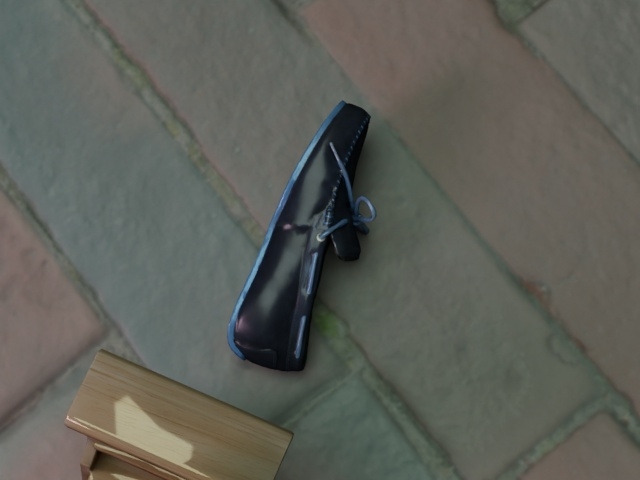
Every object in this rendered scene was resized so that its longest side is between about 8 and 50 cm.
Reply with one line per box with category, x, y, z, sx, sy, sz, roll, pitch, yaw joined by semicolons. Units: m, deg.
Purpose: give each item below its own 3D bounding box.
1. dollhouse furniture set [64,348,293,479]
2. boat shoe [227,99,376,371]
dollhouse furniture set;-0.182;0.328;1.448;0.362;0.256;0.394;23;69;4
boat shoe;0.000;0.000;1.661;0.089;0.109;0.258;23;93;9
